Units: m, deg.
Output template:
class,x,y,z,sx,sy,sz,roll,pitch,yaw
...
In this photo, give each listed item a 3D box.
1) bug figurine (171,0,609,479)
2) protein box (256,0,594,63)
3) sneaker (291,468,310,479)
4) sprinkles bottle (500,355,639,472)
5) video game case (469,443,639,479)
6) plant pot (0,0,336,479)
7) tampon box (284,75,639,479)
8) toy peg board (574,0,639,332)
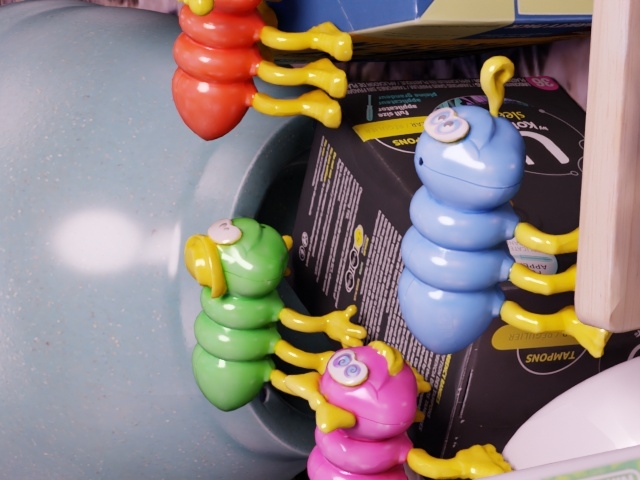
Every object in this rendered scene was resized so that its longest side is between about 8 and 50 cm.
class,x,y,z,sx,sy,sz,roll,pitch,yaw
bug figurine,0.000,0.000,0.682,0.279,0.072,0.216,42,134,52
protein box,0.045,-0.183,0.786,0.201,0.136,0.200,2,95,64
sneaker,-0.049,0.148,1.086,0.227,0.087,0.130,59,141,39
sprinkles bottle,0.173,0.209,0.594,0.121,0.121,0.355,-60,42,49
video game case,0.154,0.145,0.543,0.023,0.212,0.193,46,-146,-59
plant pot,-0.067,0.017,0.927,0.196,0.293,0.293,1,95,38
tampon box,0.075,0.012,0.768,0.161,0.120,0.101,54,140,48
toy peg board,0.164,-0.055,0.551,0.079,0.160,0.161,14,106,47
